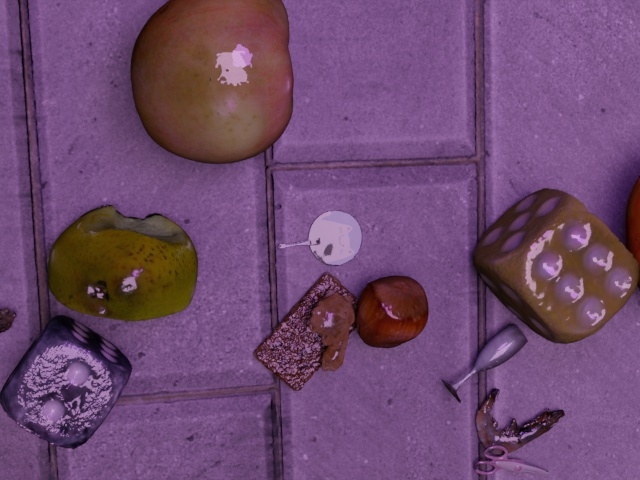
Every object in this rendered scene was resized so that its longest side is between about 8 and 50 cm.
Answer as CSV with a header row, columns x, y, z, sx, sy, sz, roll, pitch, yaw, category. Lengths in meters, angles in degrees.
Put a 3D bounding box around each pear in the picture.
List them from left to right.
x,y,z,sx,sy,sz,roll,pitch,yaw,category
-0.356,0.042,1.609,0.292,0.292,0.159,8,104,-13,pear

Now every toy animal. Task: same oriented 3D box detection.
x,y,z,sx,sy,sz,roll,pitch,yaw,category
-0.675,0.135,1.635,0.220,0.086,0.069,10,55,-8,toy animal

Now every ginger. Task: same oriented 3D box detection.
x,y,z,sx,sy,sz,roll,pitch,yaw,category
0.017,0.181,1.764,0.096,0.067,0.165,3,95,-37,ginger

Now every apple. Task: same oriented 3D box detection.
x,y,z,sx,sy,sz,roll,pitch,yaw,category
-0.189,-0.293,1.577,0.277,0.319,0.319,-4,97,-3,apple

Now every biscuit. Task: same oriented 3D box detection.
x,y,z,sx,sy,sz,roll,pitch,yaw,category
-0.017,0.185,1.807,0.131,0.025,0.231,41,87,-14,biscuit

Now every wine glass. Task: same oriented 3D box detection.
x,y,z,sx,sy,sz,roll,pitch,yaw,category
0.349,0.255,1.873,0.198,0.066,0.066,-38,102,-6,wine glass

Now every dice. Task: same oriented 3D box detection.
x,y,z,sx,sy,sz,roll,pitch,yaw,category
-0.464,0.257,1.638,0.181,0.182,0.183,35,89,-15,dice
0.468,0.051,1.789,0.227,0.233,0.238,-46,102,-3,dice

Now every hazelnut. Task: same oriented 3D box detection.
x,y,z,sx,sy,sz,roll,pitch,yaw,category
0.139,0.144,1.783,0.150,0.150,0.150,-1,96,-12,hazelnut

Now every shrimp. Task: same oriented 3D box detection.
x,y,z,sx,sy,sz,roll,pitch,yaw,category
0.423,0.372,1.918,0.195,0.035,0.148,-26,99,-5,shrimp

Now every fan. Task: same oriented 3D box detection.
x,y,z,sx,sy,sz,roll,pitch,yaw,category
0.000,0.000,1.799,0.175,0.005,0.113,-8,98,-11,fan

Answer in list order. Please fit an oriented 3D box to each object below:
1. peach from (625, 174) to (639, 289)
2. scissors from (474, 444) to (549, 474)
x,y,z,sx,sy,sz,roll,pitch,yaw,category
0.783,-0.016,1.814,0.373,0.290,0.372,-10,103,-48,peach
0.419,0.486,1.929,0.176,0.022,0.085,17,117,-18,scissors
